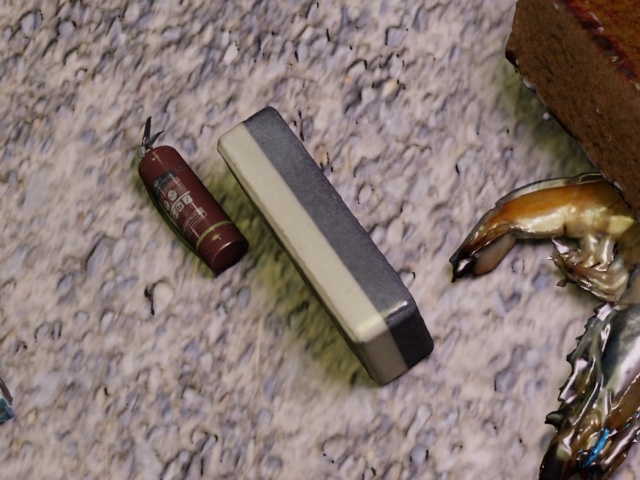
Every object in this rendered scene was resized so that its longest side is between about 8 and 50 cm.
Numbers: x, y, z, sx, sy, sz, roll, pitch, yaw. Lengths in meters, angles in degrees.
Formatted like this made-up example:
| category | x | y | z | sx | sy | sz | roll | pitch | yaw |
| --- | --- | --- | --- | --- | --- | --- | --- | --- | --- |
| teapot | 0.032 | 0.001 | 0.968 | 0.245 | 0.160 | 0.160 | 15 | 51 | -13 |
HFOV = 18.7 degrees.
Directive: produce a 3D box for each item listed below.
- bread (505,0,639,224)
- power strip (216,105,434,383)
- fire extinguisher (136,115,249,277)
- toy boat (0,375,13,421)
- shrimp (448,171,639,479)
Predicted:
| category | x | y | z | sx | sy | sz | roll | pitch | yaw |
| --- | --- | --- | --- | --- | --- | --- | --- | --- | --- |
| bread | 0.324 | -0.063 | 1.564 | 0.165 | 0.113 | 0.416 | -16 | 56 | -30 |
| power strip | 0.000 | 0.000 | 1.666 | 0.070 | 0.105 | 0.257 | -32 | 60 | -3 |
| fire extinguisher | -0.123 | -0.038 | 1.757 | 0.158 | 0.043 | 0.064 | 51 | 131 | 29 |
| toy boat | -0.341 | 0.157 | 1.727 | 0.140 | 0.059 | 0.066 | -6 | 48 | 17 |
| shrimp | 0.199 | 0.064 | 1.603 | 0.222 | 0.054 | 0.290 | 15 | 69 | 22 |
